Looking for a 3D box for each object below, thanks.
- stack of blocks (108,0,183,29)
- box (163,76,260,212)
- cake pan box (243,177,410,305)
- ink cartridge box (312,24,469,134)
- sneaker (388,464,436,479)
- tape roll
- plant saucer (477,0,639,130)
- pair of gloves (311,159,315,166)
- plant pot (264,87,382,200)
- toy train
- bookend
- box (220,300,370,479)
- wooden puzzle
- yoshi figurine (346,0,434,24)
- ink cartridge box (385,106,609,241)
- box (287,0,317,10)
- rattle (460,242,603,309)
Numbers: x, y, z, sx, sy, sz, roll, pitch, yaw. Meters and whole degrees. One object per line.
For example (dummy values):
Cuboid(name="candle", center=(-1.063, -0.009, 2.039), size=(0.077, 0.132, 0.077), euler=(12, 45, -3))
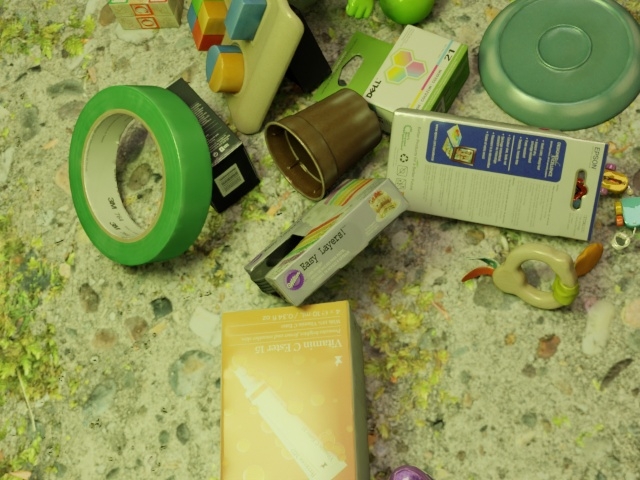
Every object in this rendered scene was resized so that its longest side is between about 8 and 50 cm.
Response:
Cuboid(name="stack of blocks", center=(-0.374, -0.599, 2.083), size=(0.171, 0.087, 0.297), euler=(0, 66, 11))
Cuboid(name="box", center=(-0.227, -0.178, 1.825), size=(0.108, 0.153, 0.207), euler=(-39, 65, -8))
Cuboid(name="cake pan box", center=(0.000, 0.000, 1.658), size=(0.267, 0.246, 0.070), euler=(-41, 101, -9))
Cuboid(name="ink cartridge box", center=(0.128, -0.315, 1.850), size=(0.255, 0.097, 0.189), euler=(25, 73, 20))
Cuboid(name="sneaker", center=(0.165, 0.451, 1.487), size=(0.095, 0.104, 0.236), euler=(-21, 62, 3))
Cuboid(name="tape roll", center=(-0.330, -0.118, 1.753), size=(0.321, 0.077, 0.321), euler=(8, 102, 39))
Cuboid(name="plant saucer", center=(0.456, -0.354, 1.829), size=(0.317, 0.044, 0.318), euler=(-4, 68, 9))
Cuboid(name="pair of gloves", center=(-0.045, -0.161, 1.861), size=(0.083, 0.010, 0.074), euler=(-25, 64, 0))
Cuboid(name="plant pot", center=(0.012, -0.186, 1.780), size=(0.165, 0.167, 0.167), euler=(-37, 64, -22))
Cuboid(name="toy train", center=(0.493, -0.060, 1.694), size=(0.125, 0.046, 0.166), euler=(-43, 67, 1))
Cuboid(name="bookend", center=(-0.071, -0.392, 1.912), size=(0.072, 0.157, 0.156), euler=(-39, 40, -8))
Cuboid(name="box", center=(-0.039, 0.292, 1.564), size=(0.215, 0.168, 0.345), euler=(-6, 65, 8))
Cuboid(name="wooden puzzle", center=(-0.169, -0.425, 1.843), size=(0.080, 0.322, 0.348), euler=(-10, 62, -29))
Cuboid(name="yoshi figurine", center=(0.078, -0.492, 1.875), size=(0.362, 0.203, 0.204), euler=(-2, 75, -6))
Cuboid(name="ink cartridge box", center=(0.299, -0.118, 1.693), size=(0.371, 0.069, 0.176), euler=(11, 108, 17))
Cuboid(name="box", center=(-0.043, -0.517, 1.994), size=(0.324, 0.067, 0.063), euler=(-32, 63, -3))
Cuboid(name="rattle", center=(0.357, 0.031, 1.664), size=(0.199, 0.130, 0.143), euler=(3, 51, 41))
